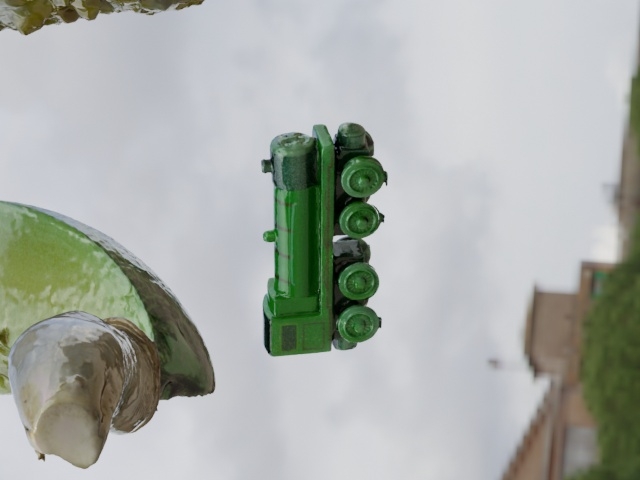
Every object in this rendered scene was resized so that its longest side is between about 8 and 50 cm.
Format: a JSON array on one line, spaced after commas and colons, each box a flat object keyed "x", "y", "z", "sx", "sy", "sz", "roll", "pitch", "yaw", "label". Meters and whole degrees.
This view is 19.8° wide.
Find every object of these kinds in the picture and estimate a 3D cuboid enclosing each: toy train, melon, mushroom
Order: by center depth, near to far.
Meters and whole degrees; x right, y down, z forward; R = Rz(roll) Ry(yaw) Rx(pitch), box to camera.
[{"x": -0.192, "y": 0.117, "z": 1.522, "sx": 0.351, "sy": 0.095, "sz": 0.122, "roll": -22, "pitch": -93, "yaw": -87, "label": "mushroom"}, {"x": 0.000, "y": 0.000, "z": 1.786, "sx": 0.085, "sy": 0.119, "sz": 0.251, "roll": -109, "pitch": 16, "yaw": -60, "label": "toy train"}, {"x": -0.260, "y": 0.102, "z": 2.009, "sx": 0.226, "sy": 0.344, "sz": 0.331, "roll": -56, "pitch": -43, "yaw": -42, "label": "melon"}]

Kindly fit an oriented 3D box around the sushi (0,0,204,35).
[{"x": -0.187, "y": -0.348, "z": 1.310, "sx": 0.351, "sy": 0.240, "sz": 0.396, "roll": -8, "pitch": -89, "yaw": -72, "label": "sushi"}]
